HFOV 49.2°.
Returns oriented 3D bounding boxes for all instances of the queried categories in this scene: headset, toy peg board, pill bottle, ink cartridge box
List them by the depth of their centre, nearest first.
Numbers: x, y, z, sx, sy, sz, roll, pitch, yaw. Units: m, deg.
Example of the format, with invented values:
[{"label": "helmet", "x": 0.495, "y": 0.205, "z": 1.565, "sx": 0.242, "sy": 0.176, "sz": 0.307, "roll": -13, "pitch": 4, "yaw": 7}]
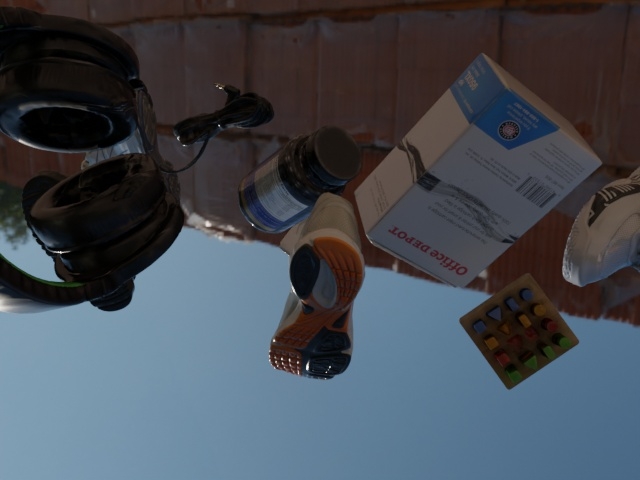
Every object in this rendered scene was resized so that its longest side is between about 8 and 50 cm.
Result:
[{"label": "headset", "x": -0.187, "y": -0.086, "z": 0.632, "sx": 0.185, "sy": 0.244, "sz": 0.394, "roll": -11, "pitch": -171, "yaw": 20}, {"label": "pill bottle", "x": -0.034, "y": -0.101, "z": 1.152, "sx": 0.122, "sy": 0.123, "sz": 0.219, "roll": -13, "pitch": 170, "yaw": -40}, {"label": "toy peg board", "x": 0.368, "y": 0.170, "z": 1.288, "sx": 0.161, "sy": 0.161, "sz": 0.079, "roll": -36, "pitch": 175, "yaw": 5}, {"label": "ink cartridge box", "x": 0.302, "y": -0.124, "z": 1.413, "sx": 0.285, "sy": 0.395, "sz": 0.166, "roll": 28, "pitch": -151, "yaw": -28}, {"label": "ink cartridge box", "x": 0.000, "y": 0.000, "z": 1.666, "sx": 0.082, "sy": 0.140, "sz": 0.190, "roll": 38, "pitch": -178, "yaw": 20}]

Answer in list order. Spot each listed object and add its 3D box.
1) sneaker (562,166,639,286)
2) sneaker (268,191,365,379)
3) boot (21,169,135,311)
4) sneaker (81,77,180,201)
[{"label": "sneaker", "x": 0.551, "y": -0.019, "z": 1.067, "sx": 0.365, "sy": 0.137, "sz": 0.210, "roll": -31, "pitch": -140, "yaw": -23}, {"label": "sneaker", "x": 0.004, "y": 0.059, "z": 0.824, "sx": 0.099, "sy": 0.262, "sz": 0.121, "roll": 14, "pitch": -136, "yaw": -2}, {"label": "boot", "x": -0.478, "y": -0.048, "z": 1.475, "sx": 0.131, "sy": 0.348, "sz": 0.260, "roll": -11, "pitch": -144, "yaw": 9}, {"label": "sneaker", "x": -0.293, "y": -0.125, "z": 1.014, "sx": 0.129, "sy": 0.297, "sz": 0.111, "roll": -5, "pitch": -137, "yaw": 2}]
